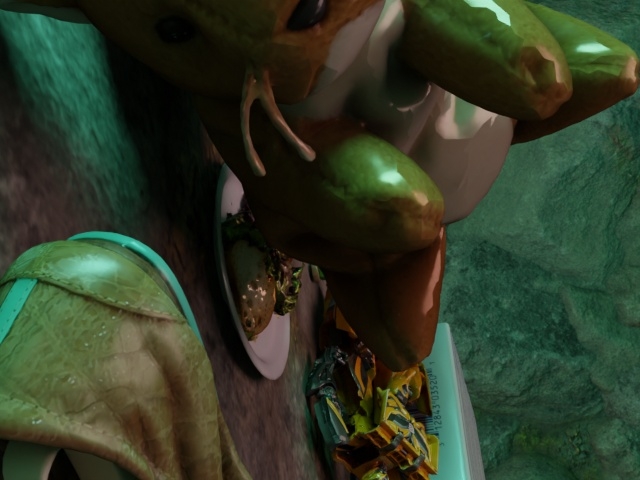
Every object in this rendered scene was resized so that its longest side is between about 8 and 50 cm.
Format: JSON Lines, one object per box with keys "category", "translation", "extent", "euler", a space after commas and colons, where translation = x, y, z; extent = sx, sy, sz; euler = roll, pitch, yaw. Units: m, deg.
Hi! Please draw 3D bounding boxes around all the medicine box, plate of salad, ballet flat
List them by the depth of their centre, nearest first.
{"category": "ballet flat", "translation": [-0.067, 0.159, 0.394], "extent": [0.124, 0.116, 0.342], "euler": [-58, 139, -45]}
{"category": "plate of salad", "translation": [-0.048, 0.022, 0.753], "extent": [0.200, 0.048, 0.200], "euler": [-12, 90, -79]}
{"category": "medicine box", "translation": [0.146, 0.311, 1.182], "extent": [0.263, 0.149, 0.289], "euler": [-91, 165, -44]}

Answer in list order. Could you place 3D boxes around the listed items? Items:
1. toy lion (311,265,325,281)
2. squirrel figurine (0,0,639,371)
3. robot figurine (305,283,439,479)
{"category": "toy lion", "translation": [0.000, 0.000, 1.086], "extent": [0.096, 0.034, 0.100], "euler": [-11, 90, -87]}
{"category": "squirrel figurine", "translation": [-0.038, -0.152, 0.549], "extent": [0.370, 0.281, 0.397], "euler": [23, 23, -54]}
{"category": "robot figurine", "translation": [0.067, 0.170, 0.993], "extent": [0.211, 0.085, 0.291], "euler": [47, 23, -27]}
